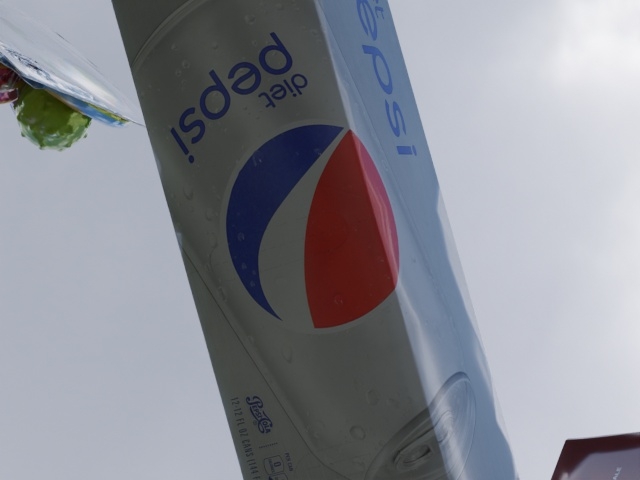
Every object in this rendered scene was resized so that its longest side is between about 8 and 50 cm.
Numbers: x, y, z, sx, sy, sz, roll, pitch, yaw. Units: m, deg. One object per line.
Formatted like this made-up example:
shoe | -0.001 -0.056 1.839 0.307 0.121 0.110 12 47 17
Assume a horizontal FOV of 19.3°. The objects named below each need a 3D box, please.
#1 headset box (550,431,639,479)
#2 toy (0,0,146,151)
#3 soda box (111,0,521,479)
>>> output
headset box | 0.194 0.140 0.502 0.218 0.293 0.110 33 -114 -21
toy | -0.171 -0.094 1.076 0.137 0.237 0.056 41 -87 19
soda box | 0.000 0.000 0.803 0.091 0.098 0.286 -17 -94 22
